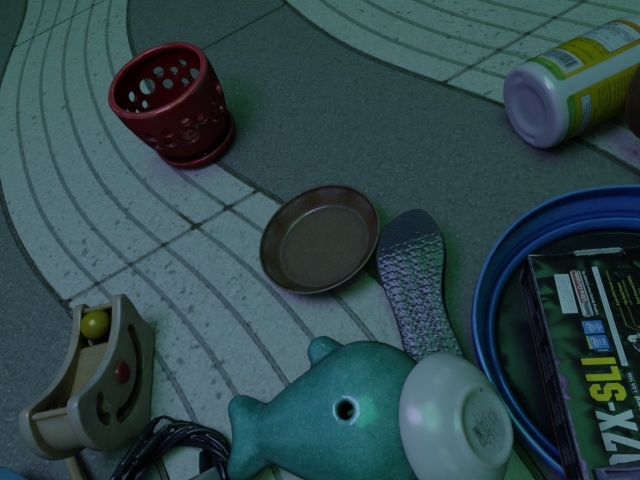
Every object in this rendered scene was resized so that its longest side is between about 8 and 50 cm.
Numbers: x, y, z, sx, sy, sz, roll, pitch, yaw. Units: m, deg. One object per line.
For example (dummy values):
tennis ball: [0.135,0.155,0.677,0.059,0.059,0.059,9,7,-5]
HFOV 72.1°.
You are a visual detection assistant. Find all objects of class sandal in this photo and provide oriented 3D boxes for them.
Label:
sandal: [0.136,0.078,0.613,0.097,0.054,0.254,-11,67,17]

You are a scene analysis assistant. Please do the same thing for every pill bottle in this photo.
pill bottle: [0.428,-0.253,0.677,0.246,0.136,0.136,-25,56,-1]

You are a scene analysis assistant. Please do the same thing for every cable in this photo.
cable: [-0.193,0.318,0.543,0.151,0.047,0.184,20,49,13]

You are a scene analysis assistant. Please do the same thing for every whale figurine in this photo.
whale figurine: [0.001,0.210,0.507,0.272,0.141,0.216,-13,61,15]

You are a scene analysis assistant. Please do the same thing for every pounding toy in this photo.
pounding toy: [-0.334,0.213,0.589,0.155,0.154,0.269,-14,57,6]

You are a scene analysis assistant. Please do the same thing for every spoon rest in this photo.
spoon rest: [0.167,0.243,0.433,0.137,0.084,0.276,-25,81,-39]

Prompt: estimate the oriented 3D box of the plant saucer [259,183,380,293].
plant saucer: [0.000,0.000,0.687,0.199,0.036,0.198,-13,53,17]

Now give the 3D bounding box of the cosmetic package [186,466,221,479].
cosmetic package: [-0.244,0.390,0.390,0.366,0.155,0.196,-24,75,-2]

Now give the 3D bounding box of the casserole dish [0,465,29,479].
casserole dish: [-0.387,0.361,0.547,0.189,0.037,0.114,7,89,29]

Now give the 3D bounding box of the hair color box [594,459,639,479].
hair color box: [0.390,0.144,0.236,0.375,0.185,0.113,-14,59,6]

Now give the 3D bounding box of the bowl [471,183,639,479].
bowl: [0.378,0.111,0.505,0.392,0.077,0.390,-7,58,11]

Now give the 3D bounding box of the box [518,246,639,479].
box: [0.350,0.155,0.396,0.258,0.079,0.321,-7,58,13]

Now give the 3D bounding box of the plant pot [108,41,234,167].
plant pot: [-0.268,-0.243,0.836,0.191,0.174,0.190,-7,57,11]

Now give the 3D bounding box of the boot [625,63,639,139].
boot: [0.517,-0.166,0.601,0.153,0.073,0.196,-15,100,-2]
